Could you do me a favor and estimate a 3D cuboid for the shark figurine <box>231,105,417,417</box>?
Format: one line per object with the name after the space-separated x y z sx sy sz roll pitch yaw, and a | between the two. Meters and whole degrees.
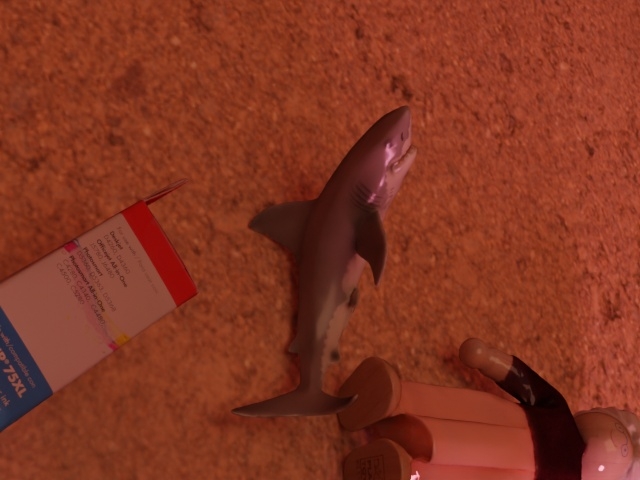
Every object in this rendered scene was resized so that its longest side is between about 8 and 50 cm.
-0.010 0.025 1.071 0.116 0.166 0.278 20 76 -7 | shark figurine

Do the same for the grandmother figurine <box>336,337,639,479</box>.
0.175 0.190 1.150 0.342 0.104 0.208 7 77 -37 | grandmother figurine

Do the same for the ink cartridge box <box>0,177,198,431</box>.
-0.179 0.051 0.856 0.231 0.134 0.078 -36 97 -44 | ink cartridge box
